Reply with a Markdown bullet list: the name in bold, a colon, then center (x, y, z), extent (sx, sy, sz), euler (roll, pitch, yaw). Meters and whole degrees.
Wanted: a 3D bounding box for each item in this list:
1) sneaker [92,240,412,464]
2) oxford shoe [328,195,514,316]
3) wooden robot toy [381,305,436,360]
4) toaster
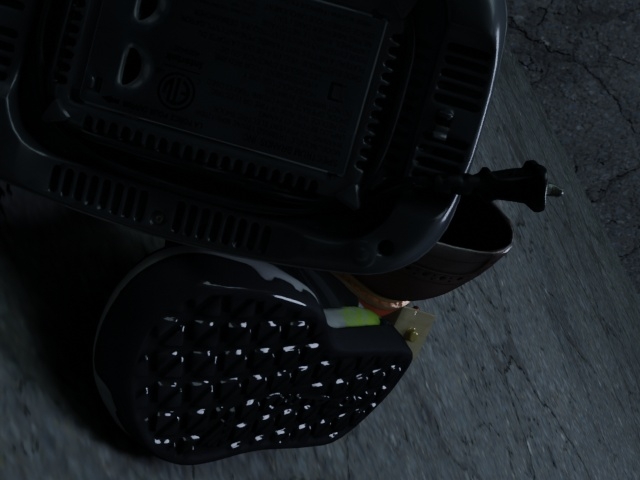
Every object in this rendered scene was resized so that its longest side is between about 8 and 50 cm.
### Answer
- **sneaker**: center (-0.042, 0.031, 0.626), extent (0.097, 0.084, 0.234), euler (46, 5, 21)
- **oxford shoe**: center (-0.016, -0.068, 0.693), extent (0.271, 0.098, 0.097), euler (40, 51, -32)
- **wooden robot toy**: center (0.000, 0.000, 0.853), extent (0.079, 0.076, 0.173), euler (30, -17, 46)
- **toaster**: center (-0.024, -0.071, 0.554), extent (0.146, 0.227, 0.129), euler (-70, 175, -77)
